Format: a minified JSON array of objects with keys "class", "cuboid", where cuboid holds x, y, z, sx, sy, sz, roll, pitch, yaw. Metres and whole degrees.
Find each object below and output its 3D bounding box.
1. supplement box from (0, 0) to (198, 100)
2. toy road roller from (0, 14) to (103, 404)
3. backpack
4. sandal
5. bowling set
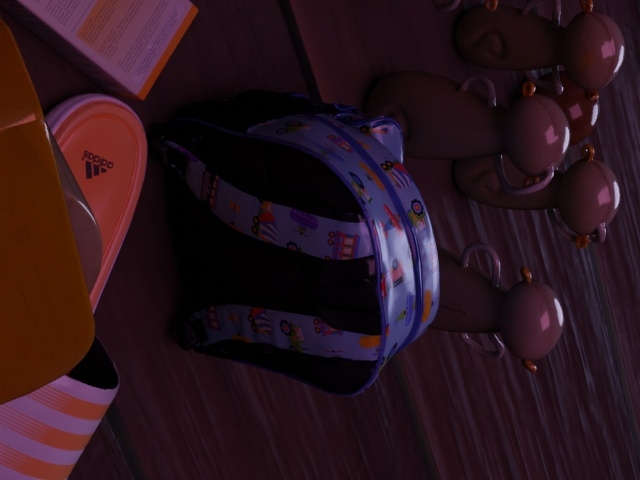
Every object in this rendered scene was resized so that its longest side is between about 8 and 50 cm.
[{"class":"supplement box","cuboid":[-0.120,-0.126,0.758,0.098,0.036,0.062,40,75,-39]},{"class":"toy road roller","cuboid":[-0.235,-0.068,0.530,0.241,0.202,0.329,-23,142,-12]},{"class":"backpack","cuboid":[0.000,0.000,0.801,0.117,0.173,0.158,-19,112,-36]},{"class":"sandal","cuboid":[-0.147,0.049,0.752,0.102,0.076,0.265,22,87,-42]},{"class":"bowling set","cuboid":[0.139,-0.084,0.911,0.200,0.154,0.286,-19,113,-36]}]
